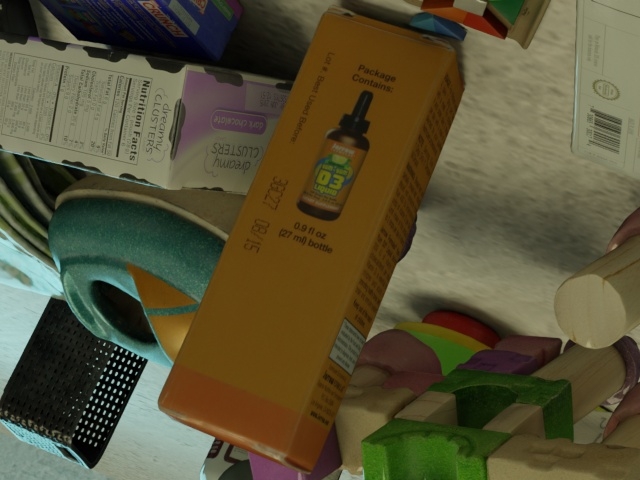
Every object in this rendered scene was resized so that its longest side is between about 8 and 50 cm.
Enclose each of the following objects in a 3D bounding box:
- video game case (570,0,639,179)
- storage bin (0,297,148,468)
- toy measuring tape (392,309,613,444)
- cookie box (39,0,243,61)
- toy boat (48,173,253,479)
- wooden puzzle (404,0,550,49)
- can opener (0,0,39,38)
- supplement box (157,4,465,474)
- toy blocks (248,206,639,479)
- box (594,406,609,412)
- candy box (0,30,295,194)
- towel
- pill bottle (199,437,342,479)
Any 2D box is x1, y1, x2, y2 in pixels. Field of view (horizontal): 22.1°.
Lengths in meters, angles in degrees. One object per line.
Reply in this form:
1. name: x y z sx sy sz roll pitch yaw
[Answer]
1. video game case: 0.213 -0.067 0.710 0.210 0.042 0.232 20 162 16
2. storage bin: -0.234 0.121 1.624 0.084 0.180 0.122 21 162 12
3. toy measuring tape: 0.135 0.116 1.239 0.330 0.121 0.121 4 153 49
4. cookie box: -0.112 -0.144 0.918 0.107 0.040 0.092 14 161 33
5. toy boat: -0.081 0.090 1.277 0.267 0.148 0.318 8 137 44
6. wooden puzzle: 0.073 -0.119 0.792 0.079 0.014 0.116 22 163 10
7. can opener: -0.208 -0.121 1.093 0.059 0.073 0.186 32 154 3
8. supplement box: 0.000 0.000 0.865 0.078 0.233 0.080 20 173 17
9. toy blocks: 0.128 0.117 1.034 0.289 0.309 0.260 3 -164 33
10. box: 0.157 0.179 1.437 0.058 0.087 0.232 33 162 -24
11. candy box: -0.108 -0.075 0.967 0.196 0.070 0.165 13 -175 32
12. towel: -0.358 -0.057 1.423 0.374 0.090 0.320 15 160 28
13. pill bottle: -0.037 0.195 1.510 0.121 0.221 0.121 22 163 7
